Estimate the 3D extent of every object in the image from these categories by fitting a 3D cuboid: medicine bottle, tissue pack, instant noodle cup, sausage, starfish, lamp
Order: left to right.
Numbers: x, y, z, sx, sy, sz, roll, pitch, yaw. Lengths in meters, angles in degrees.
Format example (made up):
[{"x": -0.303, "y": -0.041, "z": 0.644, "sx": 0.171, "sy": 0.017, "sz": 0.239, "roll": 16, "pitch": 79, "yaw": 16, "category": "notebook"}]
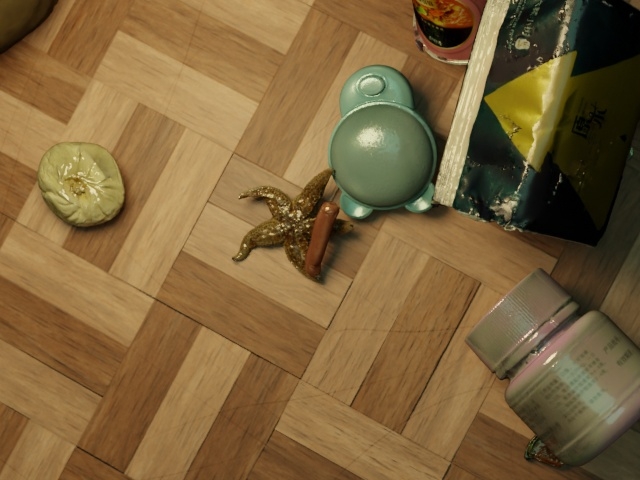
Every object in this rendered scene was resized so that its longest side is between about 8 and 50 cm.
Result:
[{"x": -0.050, "y": -0.027, "z": 1.825, "sx": 0.277, "sy": 0.062, "sz": 0.236, "roll": -41, "pitch": 90, "yaw": 14, "category": "starfish"}, {"x": 0.000, "y": 0.000, "z": 1.785, "sx": 0.042, "sy": 0.036, "sz": 0.158, "roll": 18, "pitch": 111, "yaw": 11, "category": "sausage"}, {"x": 0.116, "y": -0.190, "z": 1.784, "sx": 0.209, "sy": 0.147, "sz": 0.284, "roll": -5, "pitch": 84, "yaw": 11, "category": "lamp"}, {"x": 0.255, "y": -0.484, "z": 1.710, "sx": 0.243, "sy": 0.255, "sz": 0.244, "roll": -7, "pitch": 68, "yaw": 18, "category": "instant noodle cup"}, {"x": 0.386, "y": -0.215, "z": 1.614, "sx": 0.264, "sy": 0.253, "sz": 0.417, "roll": 11, "pitch": 99, "yaw": -38, "category": "tissue pack"}, {"x": 0.432, "y": 0.222, "z": 1.684, "sx": 0.241, "sy": 0.241, "sz": 0.302, "roll": -43, "pitch": 75, "yaw": 1, "category": "medicine bottle"}]

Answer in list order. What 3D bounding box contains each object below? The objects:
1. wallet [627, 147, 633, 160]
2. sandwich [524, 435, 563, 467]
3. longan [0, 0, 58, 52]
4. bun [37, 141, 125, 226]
[{"x": 0.444, "y": -0.257, "z": 1.796, "sx": 0.223, "sy": 0.077, "sz": 0.310, "roll": -20, "pitch": 87, "yaw": 6, "category": "wallet"}, {"x": 0.443, "y": 0.394, "z": 1.779, "sx": 0.101, "sy": 0.026, "sz": 0.069, "roll": 11, "pitch": 86, "yaw": 5, "category": "sandwich"}, {"x": -0.701, "y": -0.528, "z": 1.760, "sx": 0.435, "sy": 0.404, "sz": 0.404, "roll": -29, "pitch": 84, "yaw": -1, "category": "longan"}, {"x": -0.475, "y": -0.114, "z": 1.848, "sx": 0.164, "sy": 0.111, "sz": 0.188, "roll": -31, "pitch": 81, "yaw": -1, "category": "bun"}]
